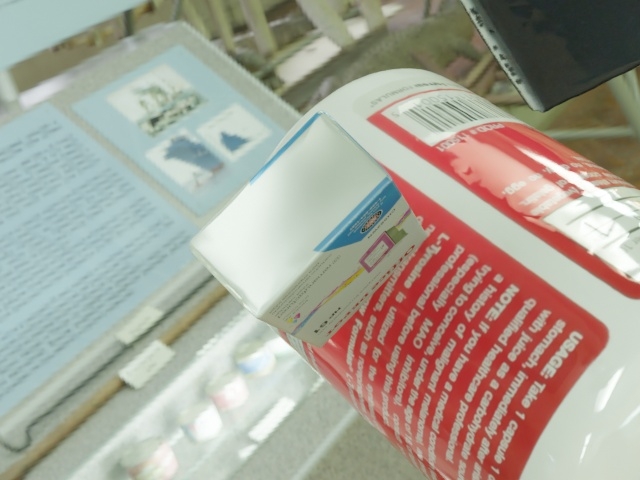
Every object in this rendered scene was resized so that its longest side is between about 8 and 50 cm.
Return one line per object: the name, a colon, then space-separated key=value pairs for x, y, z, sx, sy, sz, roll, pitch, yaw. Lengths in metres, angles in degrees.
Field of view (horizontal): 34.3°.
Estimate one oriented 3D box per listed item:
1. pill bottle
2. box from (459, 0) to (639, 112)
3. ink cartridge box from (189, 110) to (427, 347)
pill bottle: x=0.146 y=0.069 z=0.656 sx=0.229 sy=0.229 sz=0.408 roll=-29 pitch=46 yaw=-24
box: x=0.147 y=-0.168 z=0.411 sx=0.207 sy=0.108 sz=0.153 roll=-26 pitch=30 yaw=22
ink cartridge box: x=0.000 y=0.000 z=0.516 sx=0.088 sy=0.052 sz=0.122 roll=-46 pitch=-17 yaw=1
